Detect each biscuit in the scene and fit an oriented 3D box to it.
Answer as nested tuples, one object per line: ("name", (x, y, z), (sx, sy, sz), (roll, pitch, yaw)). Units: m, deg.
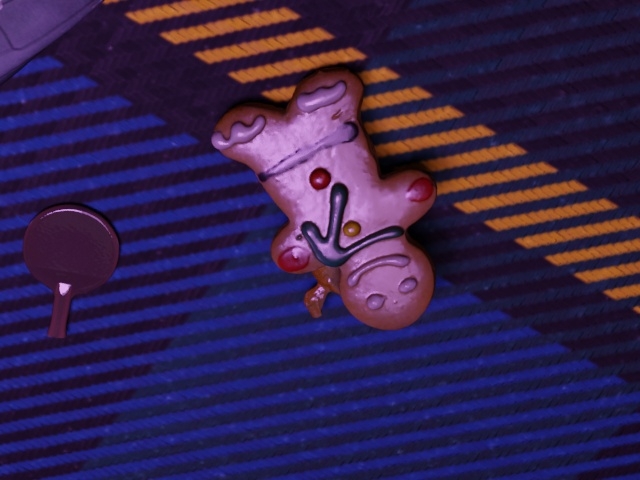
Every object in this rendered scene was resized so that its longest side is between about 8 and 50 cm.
("biscuit", (0.026, -0.035, 1.830), (0.197, 0.049, 0.301), (-25, 105, 15))

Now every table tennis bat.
("table tennis bat", (-0.284, 0.058, 1.872), (0.107, 0.119, 0.170), (10, 117, -5))

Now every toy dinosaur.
("toy dinosaur", (0.000, 0.000, 1.887), (0.126, 0.039, 0.162), (-32, 109, 18))

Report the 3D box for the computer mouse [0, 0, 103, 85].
("computer mouse", (-0.326, -0.260, 1.698), (0.371, 0.122, 0.188), (-37, 114, 15))
